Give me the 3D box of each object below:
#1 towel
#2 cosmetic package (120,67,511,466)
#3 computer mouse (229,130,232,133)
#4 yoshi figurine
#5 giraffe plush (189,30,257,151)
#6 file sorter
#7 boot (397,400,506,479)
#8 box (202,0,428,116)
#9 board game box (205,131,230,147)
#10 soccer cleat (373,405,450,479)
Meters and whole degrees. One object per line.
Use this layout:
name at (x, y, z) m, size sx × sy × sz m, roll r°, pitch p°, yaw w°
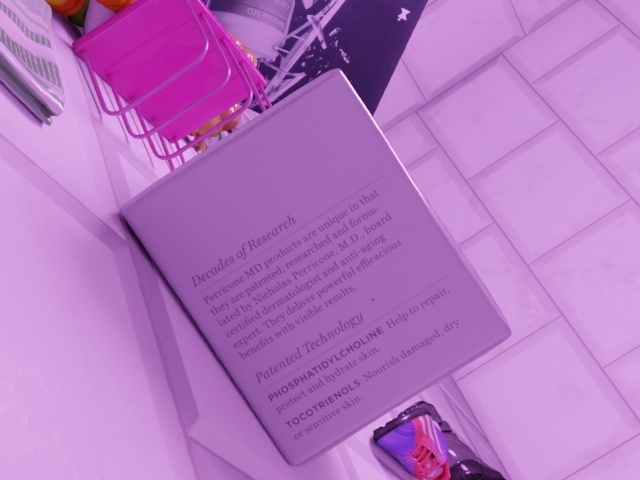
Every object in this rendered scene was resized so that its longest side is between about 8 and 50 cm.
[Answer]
towel at (-0.408, -0.301, 1.132) m, size 0.248 × 0.038 × 0.325 m, roll 49°, pitch 10°, yaw -39°
cosmetic package at (0.003, 0.020, 1.273) m, size 0.393 × 0.327 × 0.329 m, roll 57°, pitch 7°, yaw -4°
computer mouse at (-0.184, -0.185, 2.135) m, size 0.242 × 0.041 × 0.071 m, roll 49°, pitch 26°, yaw -16°
yoshi figurine at (-0.315, -0.398, 1.584) m, size 0.203 × 0.203 × 0.362 m, roll 52°, pitch 2°, yaw 20°
giraffe plush at (-0.218, -0.276, 1.795) m, size 0.181 × 0.210 × 0.170 m, roll 43°, pitch 32°, yaw -58°
file sorter at (-0.210, -0.227, 1.480) m, size 0.290 × 0.202 × 0.182 m, roll 46°, pitch 16°, yaw -55°
boot at (0.302, 0.477, 2.114) m, size 0.222 × 0.118 × 0.338 m, roll 55°, pitch 1°, yaw 32°
box at (-0.042, -0.517, 2.109) m, size 0.480 × 0.471 × 0.297 m, roll 24°, pitch 14°, yaw -7°
board game box at (-0.131, -0.088, 1.948) m, size 0.305 × 0.053 × 0.193 m, roll 60°, pitch 7°, yaw 25°
soccer cleat at (0.186, 0.392, 1.744) m, size 0.116 × 0.109 × 0.318 m, roll 64°, pitch 7°, yaw 23°
